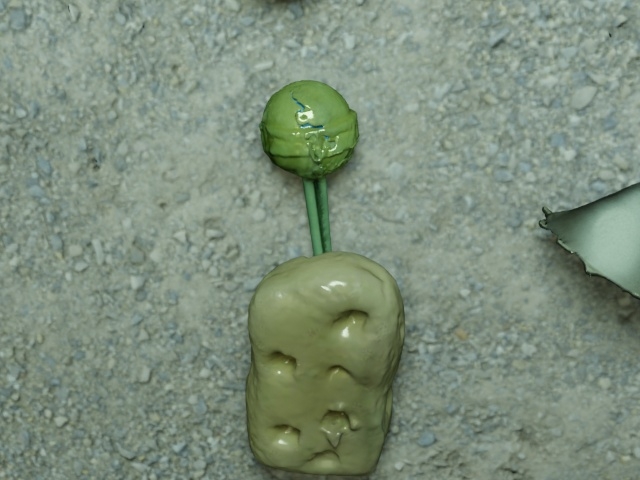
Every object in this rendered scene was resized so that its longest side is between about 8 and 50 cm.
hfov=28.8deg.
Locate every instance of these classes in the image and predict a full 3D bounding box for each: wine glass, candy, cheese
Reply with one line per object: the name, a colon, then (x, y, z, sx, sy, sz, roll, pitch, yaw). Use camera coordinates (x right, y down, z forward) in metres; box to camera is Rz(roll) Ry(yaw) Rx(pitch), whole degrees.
wine glass: (0.332, -0.066, 1.172, 0.156, 0.156, 0.232, 32, 105, -4)
candy: (0.000, 0.000, 1.268, 0.093, 0.092, 0.336, -18, 118, -27)
cheese: (0.003, 0.130, 1.266, 0.159, 0.093, 0.263, 5, 123, 2)
